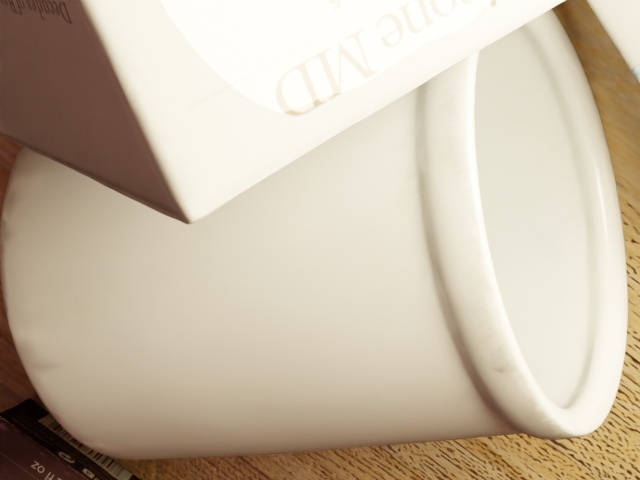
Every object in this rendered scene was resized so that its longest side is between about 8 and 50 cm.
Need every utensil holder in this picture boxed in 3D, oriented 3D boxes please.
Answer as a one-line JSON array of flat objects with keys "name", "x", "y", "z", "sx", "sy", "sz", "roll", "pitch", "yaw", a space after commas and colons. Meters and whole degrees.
[{"name": "utensil holder", "x": 0.000, "y": 0.000, "z": 1.064, "sx": 0.385, "sy": 0.327, "sz": 0.328, "roll": -8, "pitch": 117, "yaw": 27}]

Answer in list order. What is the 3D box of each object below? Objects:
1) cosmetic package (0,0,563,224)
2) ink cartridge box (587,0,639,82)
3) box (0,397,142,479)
[{"name": "cosmetic package", "x": -0.088, "y": -0.281, "z": 0.843, "sx": 0.327, "sy": 0.329, "sz": 0.394, "roll": 22, "pitch": 139, "yaw": 57}, {"name": "ink cartridge box", "x": 0.320, "y": -0.167, "z": 0.917, "sx": 0.226, "sy": 0.131, "sz": 0.306, "roll": -24, "pitch": 104, "yaw": 45}, {"name": "box", "x": -0.297, "y": 0.291, "z": 1.385, "sx": 0.168, "sy": 0.167, "sz": 0.203, "roll": 35, "pitch": 89, "yaw": -1}]
